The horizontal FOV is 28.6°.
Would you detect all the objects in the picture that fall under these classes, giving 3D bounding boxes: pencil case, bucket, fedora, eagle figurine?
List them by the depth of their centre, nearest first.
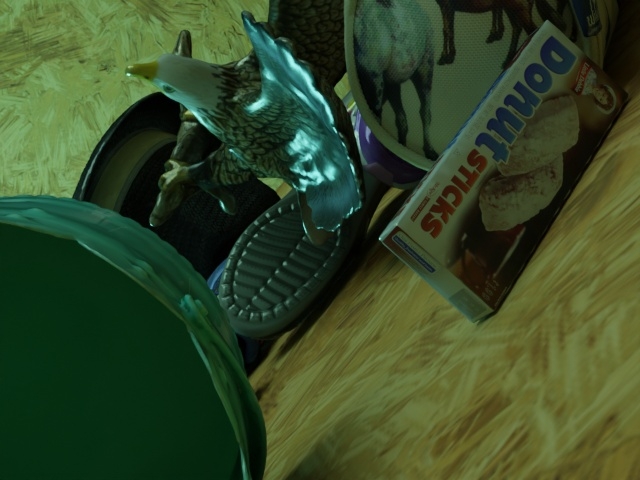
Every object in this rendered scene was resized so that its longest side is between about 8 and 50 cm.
[{"bbox_3d":[-0.159,0.107,0.619,0.281,0.281,0.183,-47,4,8],"label":"bucket"},{"bbox_3d":[0.147,-0.208,0.889,0.410,0.160,0.183,-56,-23,-55],"label":"pencil case"},{"bbox_3d":[-0.030,-0.113,0.919,0.225,0.226,0.298,-27,-3,-43],"label":"eagle figurine"},{"bbox_3d":[-0.129,0.004,1.302,0.334,0.152,0.334,12,-90,-73],"label":"fedora"}]

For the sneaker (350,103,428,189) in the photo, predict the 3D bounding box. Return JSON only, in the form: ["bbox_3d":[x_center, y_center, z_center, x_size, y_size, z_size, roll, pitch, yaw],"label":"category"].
[{"bbox_3d":[0.114,-0.145,1.066,0.236,0.095,0.104,-50,4,-28],"label":"sneaker"}]

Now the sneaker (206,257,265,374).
[{"bbox_3d":[-0.077,0.085,1.138,0.087,0.083,0.221,-18,33,51],"label":"sneaker"}]

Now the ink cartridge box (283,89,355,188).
[{"bbox_3d":[0.066,-0.126,1.325,0.212,0.093,0.154,-48,6,12],"label":"ink cartridge box"}]

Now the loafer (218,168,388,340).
[{"bbox_3d":[0.000,0.000,1.107,0.251,0.094,0.087,-53,-26,-31],"label":"loafer"}]

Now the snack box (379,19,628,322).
[{"bbox_3d":[0.099,-0.040,0.650,0.178,0.064,0.022,-52,5,-35],"label":"snack box"}]
